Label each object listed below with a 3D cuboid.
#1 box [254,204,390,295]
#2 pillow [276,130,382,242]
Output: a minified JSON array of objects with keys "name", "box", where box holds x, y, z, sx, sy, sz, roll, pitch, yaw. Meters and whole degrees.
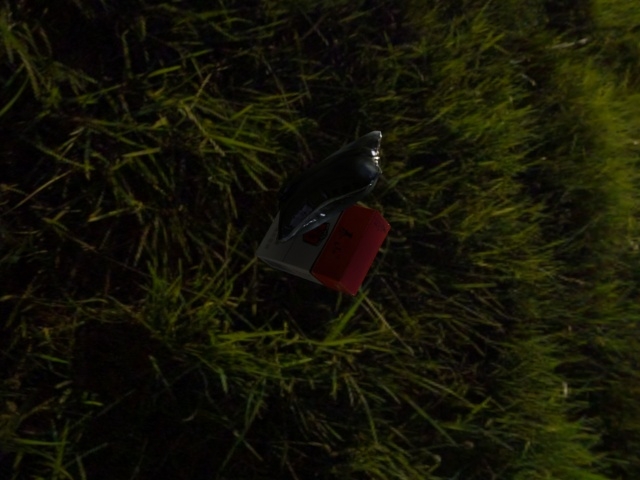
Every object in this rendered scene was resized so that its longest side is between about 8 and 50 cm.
[{"name":"box","box":[0.000,0.000,0.733,0.048,0.152,0.100,39,73,-43]},{"name":"pillow","box":[0.009,-0.053,0.591,0.055,0.136,0.091,59,27,-4]}]
